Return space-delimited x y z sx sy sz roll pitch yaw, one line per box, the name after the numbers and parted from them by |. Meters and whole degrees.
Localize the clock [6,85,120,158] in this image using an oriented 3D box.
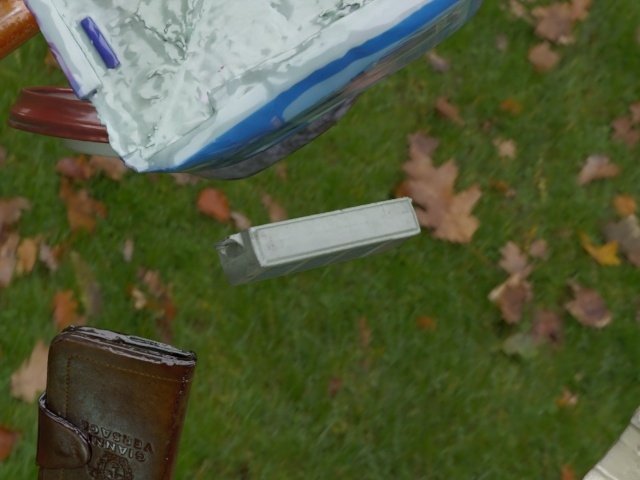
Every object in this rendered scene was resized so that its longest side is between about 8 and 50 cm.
-0.240 -0.143 1.910 0.318 0.318 0.080 4 99 -21 | clock

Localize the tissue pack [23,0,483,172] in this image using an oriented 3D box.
-0.024 -0.135 0.760 0.198 0.263 0.146 -32 92 5 | tissue pack

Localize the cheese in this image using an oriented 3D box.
0.349 0.232 1.608 0.071 0.249 0.163 40 96 15 | cheese

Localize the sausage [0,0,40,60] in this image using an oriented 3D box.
-0.385 -0.141 1.408 0.348 0.053 0.053 -34 73 9 | sausage

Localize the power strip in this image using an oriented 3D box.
0.000 0.000 1.677 0.272 0.078 0.052 -13 78 -40 | power strip

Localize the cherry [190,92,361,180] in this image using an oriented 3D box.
-0.079 -0.183 1.365 0.296 0.255 0.218 43 43 -28 | cherry

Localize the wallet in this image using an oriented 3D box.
-0.192 0.191 1.342 0.137 0.255 0.031 15 31 7 | wallet
